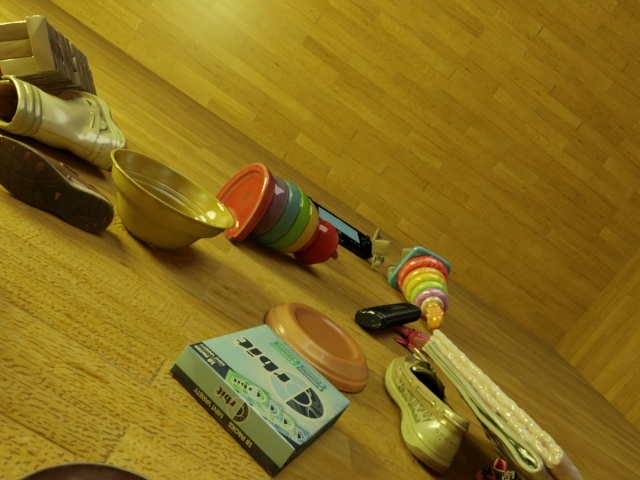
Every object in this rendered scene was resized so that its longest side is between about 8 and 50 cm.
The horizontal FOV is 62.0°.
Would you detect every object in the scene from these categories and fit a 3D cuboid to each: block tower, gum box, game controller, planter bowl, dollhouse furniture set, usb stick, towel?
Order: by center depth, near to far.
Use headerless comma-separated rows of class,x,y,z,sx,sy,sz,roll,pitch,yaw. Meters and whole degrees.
gum box,-0.060,0.172,0.621,0.157,0.041,0.184,39,12,18
towel,0.304,0.318,0.802,0.317,0.053,0.332,52,-1,-22
planter bowl,-0.252,-0.048,0.850,0.217,0.090,0.217,34,11,-8
block tower,-0.522,-0.338,1.028,0.097,0.091,0.335,-12,9,-11
usb stick,0.163,0.174,1.236,0.077,0.045,0.278,10,2,27
dollhouse furniture set,0.257,0.050,1.820,0.151,0.144,0.123,5,21,12
game controller,0.056,-0.046,1.872,0.319,0.067,0.166,32,11,-15

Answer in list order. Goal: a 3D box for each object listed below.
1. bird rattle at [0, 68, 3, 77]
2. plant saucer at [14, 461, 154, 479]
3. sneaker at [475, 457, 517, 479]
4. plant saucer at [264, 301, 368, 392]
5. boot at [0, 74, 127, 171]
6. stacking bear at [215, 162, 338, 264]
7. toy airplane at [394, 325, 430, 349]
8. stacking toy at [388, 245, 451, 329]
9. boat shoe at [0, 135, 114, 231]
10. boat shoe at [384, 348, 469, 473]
bird rattle,-0.647,-0.388,1.036,0.253,0.143,0.207,41,-5,15
plant saucer,-0.126,0.205,0.308,0.168,0.029,0.168,34,10,-7
sneaker,0.266,0.361,0.771,0.047,0.057,0.119,35,12,-11
plant saucer,0.001,0.163,0.864,0.199,0.037,0.200,34,11,-8
boot,-0.481,-0.230,0.944,0.203,0.095,0.262,20,21,-50
stacking bear,-0.074,-0.037,1.213,0.289,0.164,0.175,33,10,-39
toy airplane,0.216,0.228,1.258,0.151,0.028,0.151,20,4,-2
stacking toy,0.329,0.171,1.618,0.165,0.175,0.302,29,23,-16
boat shoe,-0.363,-0.076,0.718,0.178,0.064,0.060,37,3,-28
boat shoe,0.177,0.255,0.863,0.104,0.089,0.285,33,11,-10
